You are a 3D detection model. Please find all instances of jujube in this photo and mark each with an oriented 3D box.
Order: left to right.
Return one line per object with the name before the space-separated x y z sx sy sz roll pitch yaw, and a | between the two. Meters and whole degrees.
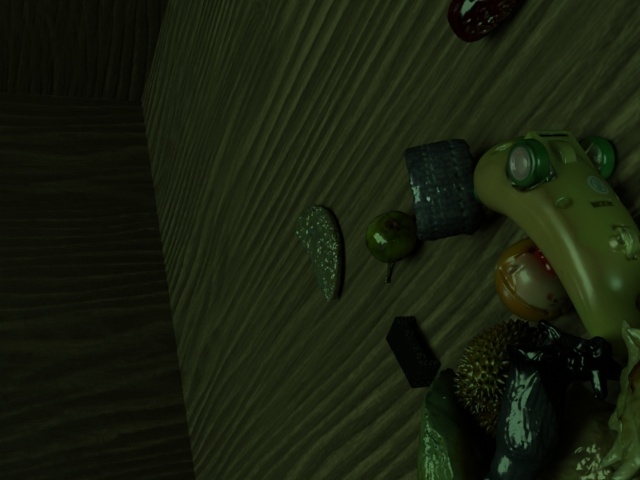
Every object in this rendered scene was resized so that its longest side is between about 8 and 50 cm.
jujube | 0.234 -0.341 1.184 0.129 0.077 0.077 -41 53 51

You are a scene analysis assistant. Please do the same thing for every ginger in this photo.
ginger | 0.301 0.280 0.950 0.193 0.115 0.122 -62 14 11

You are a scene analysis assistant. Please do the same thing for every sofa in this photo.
sofa | 0.156 0.188 1.409 0.118 0.039 0.060 -117 34 -45

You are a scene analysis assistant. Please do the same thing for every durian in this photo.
durian | 0.247 0.183 1.070 0.137 0.168 0.158 9 118 29

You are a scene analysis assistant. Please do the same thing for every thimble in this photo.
thimble | 0.180 -0.074 1.221 0.150 0.098 0.150 -10 -90 -84

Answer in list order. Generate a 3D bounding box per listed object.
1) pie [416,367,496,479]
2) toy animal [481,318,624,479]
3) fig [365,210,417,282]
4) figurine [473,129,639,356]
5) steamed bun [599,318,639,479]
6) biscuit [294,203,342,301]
pie | 0.187 0.303 1.128 0.274 0.106 0.257 31 -125 -67
toy animal | 0.234 0.192 0.921 0.210 0.117 0.121 -60 30 -7
fig | 0.108 0.014 1.456 0.166 0.093 0.093 124 139 -53
figurine | 0.285 0.007 1.017 0.324 0.124 0.222 68 148 33
steamed bun | 0.331 0.164 0.756 0.295 0.137 0.292 91 -169 -55
biscuit | 0.002 0.000 1.765 0.250 0.032 0.133 -115 35 -45
